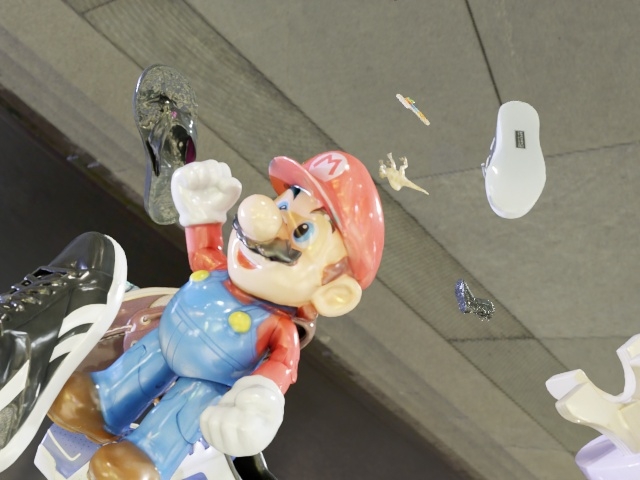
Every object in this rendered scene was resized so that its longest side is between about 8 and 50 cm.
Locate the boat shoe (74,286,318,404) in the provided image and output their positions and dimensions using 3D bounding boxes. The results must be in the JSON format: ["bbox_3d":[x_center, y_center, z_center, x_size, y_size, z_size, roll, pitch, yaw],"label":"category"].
[{"bbox_3d":[-0.166,0.127,0.746,0.342,0.123,0.123,-13,112,3],"label":"boat shoe"}]

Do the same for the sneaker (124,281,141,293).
[{"bbox_3d":[-0.325,0.108,1.021,0.122,0.283,0.110,-22,116,-1],"label":"sneaker"}]

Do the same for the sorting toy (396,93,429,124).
[{"bbox_3d":[0.166,-0.247,1.195,0.062,0.083,0.012,30,112,-35],"label":"sorting toy"}]

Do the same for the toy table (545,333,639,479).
[{"bbox_3d":[0.491,0.271,1.046,0.274,0.252,0.160,-37,79,45],"label":"toy table"}]

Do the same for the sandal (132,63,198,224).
[{"bbox_3d":[-0.379,-0.233,1.695,0.107,0.168,0.445,37,135,41],"label":"sandal"}]

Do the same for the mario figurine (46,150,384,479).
[{"bbox_3d":[-0.084,0.043,0.520,0.198,0.320,0.170,44,173,-4],"label":"mario figurine"}]

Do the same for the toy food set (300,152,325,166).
[{"bbox_3d":[-0.034,-0.140,1.242,0.122,0.078,0.019,-28,102,13],"label":"toy food set"}]

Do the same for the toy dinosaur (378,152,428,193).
[{"bbox_3d":[0.202,-0.171,1.712,0.183,0.092,0.053,18,151,-39],"label":"toy dinosaur"}]

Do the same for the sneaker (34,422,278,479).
[{"bbox_3d":[-0.176,0.273,0.827,0.316,0.127,0.182,28,103,4],"label":"sneaker"}]

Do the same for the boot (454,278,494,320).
[{"bbox_3d":[0.443,0.171,1.874,0.099,0.121,0.045,13,136,-19],"label":"boot"}]

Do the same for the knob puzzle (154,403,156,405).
[{"bbox_3d":[-0.259,0.268,1.233,0.213,0.030,0.213,6,99,40],"label":"knob puzzle"}]

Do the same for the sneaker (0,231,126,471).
[{"bbox_3d":[-0.233,0.054,0.496,0.079,0.216,0.121,-1,141,25],"label":"sneaker"}]

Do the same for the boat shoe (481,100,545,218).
[{"bbox_3d":[0.379,-0.146,1.313,0.113,0.306,0.104,6,141,4],"label":"boat shoe"}]
